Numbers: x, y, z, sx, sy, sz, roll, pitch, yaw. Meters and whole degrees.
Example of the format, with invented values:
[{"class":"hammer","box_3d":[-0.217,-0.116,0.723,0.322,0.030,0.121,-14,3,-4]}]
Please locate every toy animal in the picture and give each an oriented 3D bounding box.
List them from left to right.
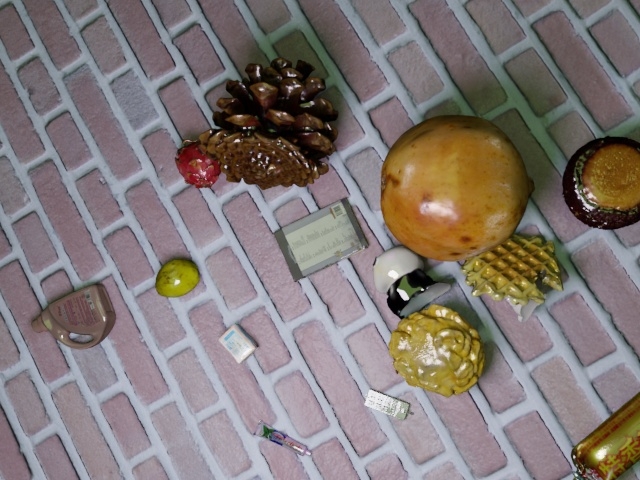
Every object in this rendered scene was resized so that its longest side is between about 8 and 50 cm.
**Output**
[{"class":"toy animal","box_3d":[0.228,0.100,1.759,0.166,0.138,0.179,-30,71,-14]},{"class":"toy animal","box_3d":[0.494,0.108,1.719,0.131,0.127,0.181,-62,34,20]}]

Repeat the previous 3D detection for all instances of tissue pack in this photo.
[{"class":"tissue pack","box_3d":[-0.230,0.288,1.849,0.074,0.059,0.094,-44,80,1]}]

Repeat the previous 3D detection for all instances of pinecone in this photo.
[{"class":"pinecone","box_3d":[-0.121,-0.331,1.763,0.385,0.384,0.384,-1,84,10]}]

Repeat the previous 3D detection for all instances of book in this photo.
[{"class":"book","box_3d":[0.000,0.000,1.859,0.231,0.026,0.157,-25,78,6]}]

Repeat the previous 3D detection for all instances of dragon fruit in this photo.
[{"class":"dragon fruit","box_3d":[-0.346,-0.223,1.893,0.133,0.136,0.166,-30,49,-24]}]

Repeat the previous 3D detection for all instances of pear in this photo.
[{"class":"pear","box_3d":[-0.408,0.107,1.876,0.131,0.107,0.107,-17,82,1]}]

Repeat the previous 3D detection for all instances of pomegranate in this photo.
[{"class":"pomegranate","box_3d":[0.354,-0.132,1.651,0.410,0.410,0.409,-1,84,10]}]

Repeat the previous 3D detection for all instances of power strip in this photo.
[{"class":"power strip","box_3d":[0.185,0.443,1.781,0.136,0.019,0.050,20,86,11]}]

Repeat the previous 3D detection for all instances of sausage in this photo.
[{"class":"sausage","box_3d":[0.737,0.492,1.629,0.317,0.117,0.125,-40,81,3]}]

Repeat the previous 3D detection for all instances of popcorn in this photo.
[{"class":"popcorn","box_3d":[0.297,0.279,1.698,0.250,0.190,0.250,3,102,15]}]

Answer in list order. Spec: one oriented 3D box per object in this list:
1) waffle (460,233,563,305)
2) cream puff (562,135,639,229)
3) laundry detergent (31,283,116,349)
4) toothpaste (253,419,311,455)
[{"class":"waffle","box_3d":[0.482,0.067,1.677,0.250,0.056,0.261,5,44,8]},{"class":"cream puff","box_3d":[0.730,-0.142,1.673,0.239,0.165,0.238,-1,84,9]},{"class":"laundry detergent","box_3d":[-0.719,0.242,1.930,0.237,0.076,0.171,-26,81,7]},{"class":"toothpaste","box_3d":[-0.102,0.549,1.817,0.170,0.028,0.045,22,82,15]}]
